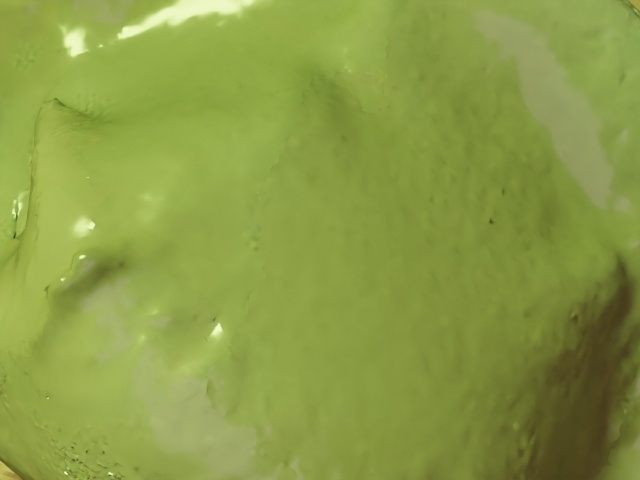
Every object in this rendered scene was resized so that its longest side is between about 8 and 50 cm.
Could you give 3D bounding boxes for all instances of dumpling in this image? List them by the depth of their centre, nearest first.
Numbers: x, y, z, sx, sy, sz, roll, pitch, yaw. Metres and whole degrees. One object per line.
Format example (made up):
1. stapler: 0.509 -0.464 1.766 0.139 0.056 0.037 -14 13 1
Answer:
1. dumpling: -0.003 0.011 0.460 0.293 0.163 0.204 20 69 3
